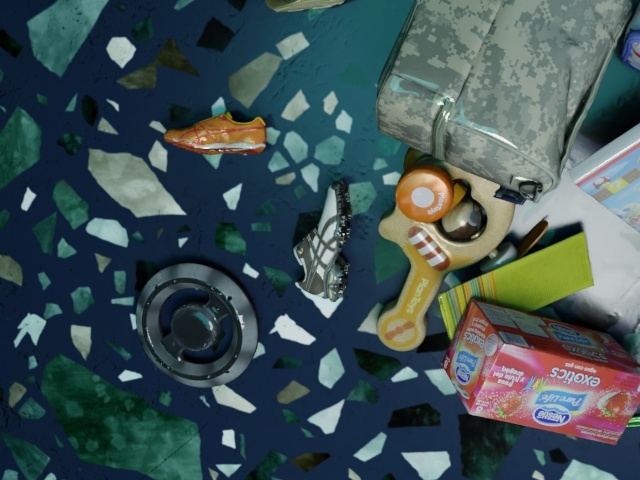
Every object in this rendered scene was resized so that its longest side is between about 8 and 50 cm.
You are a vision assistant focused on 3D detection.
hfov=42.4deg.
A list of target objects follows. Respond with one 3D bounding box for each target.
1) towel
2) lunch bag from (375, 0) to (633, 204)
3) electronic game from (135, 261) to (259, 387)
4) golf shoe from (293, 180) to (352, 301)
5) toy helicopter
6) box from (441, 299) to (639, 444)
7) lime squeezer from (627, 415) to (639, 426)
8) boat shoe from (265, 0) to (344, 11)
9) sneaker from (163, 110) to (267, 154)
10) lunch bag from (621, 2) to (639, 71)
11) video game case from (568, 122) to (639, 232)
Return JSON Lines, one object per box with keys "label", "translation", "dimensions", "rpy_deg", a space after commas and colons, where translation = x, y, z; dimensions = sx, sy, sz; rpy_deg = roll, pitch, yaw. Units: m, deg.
{"label": "towel", "translation": [0.291, 0.074, 1.219], "dimensions": [0.237, 0.021, 0.102], "rpy_deg": [-23, 124, -4]}
{"label": "lunch bag", "translation": [0.239, -0.229, 1.082], "dimensions": [0.256, 0.212, 0.305], "rpy_deg": [24, 82, 12]}
{"label": "electronic game", "translation": [-0.216, 0.148, 1.436], "dimensions": [0.229, 0.048, 0.229], "rpy_deg": [4, 105, 14]}
{"label": "golf shoe", "translation": [0.000, 0.000, 1.322], "dimensions": [0.094, 0.077, 0.198], "rpy_deg": [8, 105, 14]}
{"label": "toy helicopter", "translation": [0.191, 0.033, 1.269], "dimensions": [0.235, 0.140, 0.355], "rpy_deg": [21, 120, 1]}
{"label": "box", "translation": [0.324, 0.190, 1.194], "dimensions": [0.257, 0.128, 0.122], "rpy_deg": [15, 111, -18]}
{"label": "lime squeezer", "translation": [0.566, 0.282, 1.222], "dimensions": [0.310, 0.110, 0.059], "rpy_deg": [2, 125, 47]}
{"label": "boat shoe", "translation": [-0.006, -0.377, 1.250], "dimensions": [0.153, 0.048, 0.056], "rpy_deg": [-12, 88, 12]}
{"label": "sneaker", "translation": [-0.170, -0.175, 1.344], "dimensions": [0.175, 0.064, 0.067], "rpy_deg": [2, 84, 11]}
{"label": "lunch bag", "translation": [0.535, -0.229, 1.022], "dimensions": [0.303, 0.243, 0.115], "rpy_deg": [22, 96, 15]}
{"label": "video game case", "translation": [0.485, -0.081, 1.074], "dimensions": [0.285, 0.025, 0.204], "rpy_deg": [27, 130, -36]}
